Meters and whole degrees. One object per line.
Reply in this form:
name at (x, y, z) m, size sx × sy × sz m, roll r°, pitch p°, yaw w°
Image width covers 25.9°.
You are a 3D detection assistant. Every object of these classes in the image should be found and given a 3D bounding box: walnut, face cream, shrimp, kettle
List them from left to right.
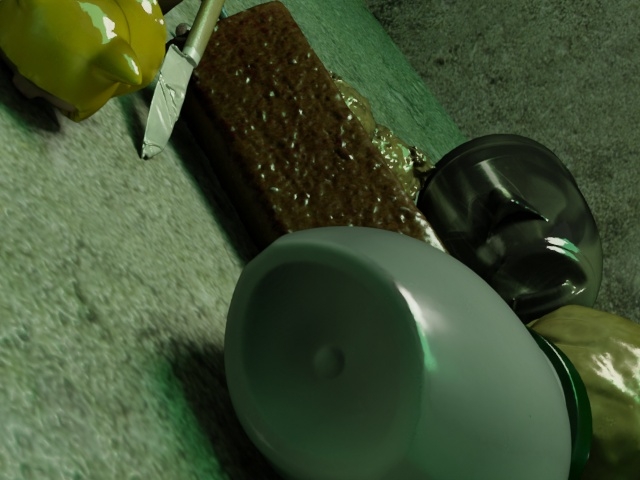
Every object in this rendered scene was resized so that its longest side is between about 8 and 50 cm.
shrimp at (-0.163, -0.259, 1.904) m, size 0.092 × 0.029 × 0.038 m, roll 53°, pitch 5°, yaw -6°
face cream at (0.082, 0.134, 1.184) m, size 0.312 × 0.219 × 0.357 m, roll 57°, pitch 14°, yaw 30°
kettle at (0.263, 0.055, 1.800) m, size 0.324 × 0.228 × 0.320 m, roll -99°, pitch 173°, yaw -68°
walnut at (0.266, 0.216, 1.438) m, size 0.276 × 0.282 × 0.253 m, roll 57°, pitch 27°, yaw -3°

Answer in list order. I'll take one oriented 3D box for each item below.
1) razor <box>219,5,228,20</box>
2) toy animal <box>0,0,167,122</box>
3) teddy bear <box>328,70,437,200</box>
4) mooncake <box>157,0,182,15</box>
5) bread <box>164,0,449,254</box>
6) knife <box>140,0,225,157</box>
razor at (-0.095, -0.296, 2.181) m, size 0.056 × 0.093 × 0.324 m, roll -29°, pitch 79°, yaw -35°
toy animal at (-0.220, -0.192, 1.302) m, size 0.156 × 0.156 × 0.230 m, roll 47°, pitch 10°, yaw -7°
teddy bear at (0.027, -0.118, 1.851) m, size 0.256 × 0.156 × 0.267 m, roll 40°, pitch 17°, yaw -27°
mooncake at (-0.283, -0.460, 1.578) m, size 0.467 × 0.262 × 0.467 m, roll 44°, pitch 14°, yaw -13°
bread at (-0.023, -0.080, 1.526) m, size 0.416 × 0.165 × 0.113 m, roll 59°, pitch -13°, yaw 31°
knife at (-0.150, -0.193, 1.508) m, size 0.047 × 0.017 × 0.297 m, roll 53°, pitch 40°, yaw -39°
